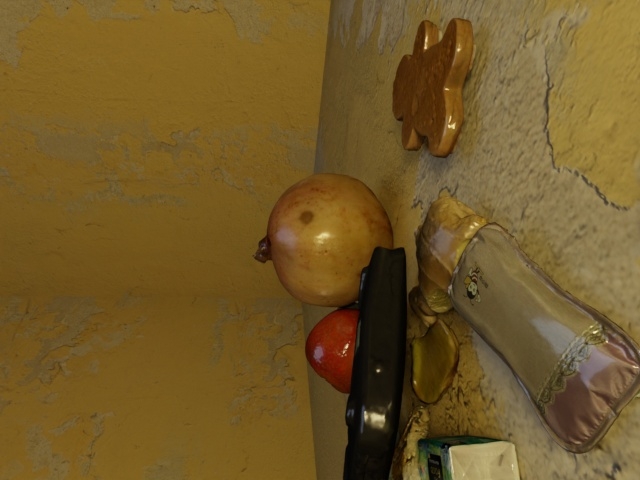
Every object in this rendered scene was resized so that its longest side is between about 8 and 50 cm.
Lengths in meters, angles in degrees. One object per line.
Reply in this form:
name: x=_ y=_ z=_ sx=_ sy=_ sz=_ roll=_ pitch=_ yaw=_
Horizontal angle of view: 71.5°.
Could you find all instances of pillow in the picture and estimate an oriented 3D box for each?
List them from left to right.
pillow: x=0.205 y=0.082 z=0.446 sx=0.233 sy=0.038 sz=0.131 roll=-118 pitch=34 yaw=-50

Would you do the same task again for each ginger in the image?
ginger: x=0.173 y=0.046 z=0.665 sx=0.294 sy=0.086 sz=0.131 roll=96 pitch=150 yaw=-63

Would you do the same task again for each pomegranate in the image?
pomegranate: x=0.000 y=0.000 z=1.051 sx=0.338 sy=0.338 sz=0.338 roll=-179 pitch=90 yaw=-82

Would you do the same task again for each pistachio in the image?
pistachio: x=0.180 y=0.182 z=0.691 sx=0.089 sy=0.049 sz=0.173 roll=50 pitch=142 yaw=43

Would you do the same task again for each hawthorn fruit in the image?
hawthorn fruit: x=0.074 y=0.244 z=1.074 sx=0.225 sy=0.196 sz=0.196 roll=-59 pitch=9 yaw=1

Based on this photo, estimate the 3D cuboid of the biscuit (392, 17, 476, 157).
biscuit: x=0.184 y=-0.259 z=0.759 sx=0.340 sy=0.047 sz=0.216 roll=-108 pitch=23 yaw=-75

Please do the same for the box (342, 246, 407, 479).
box: x=0.097 y=0.230 z=0.768 sx=0.359 sy=0.091 sz=0.350 roll=-77 pitch=-11 yaw=-46

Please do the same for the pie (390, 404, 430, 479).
pie: x=0.140 y=0.399 z=0.695 sx=0.274 sy=0.055 sz=0.274 roll=8 pitch=-90 yaw=-83

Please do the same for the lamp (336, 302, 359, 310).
lamp: x=0.094 y=0.256 z=1.237 sx=0.091 sy=0.091 sz=0.163 roll=-167 pitch=63 yaw=-82

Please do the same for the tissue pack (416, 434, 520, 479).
tissue pack: x=0.179 y=0.285 z=0.547 sx=0.111 sy=0.085 sz=0.079 roll=113 pitch=155 yaw=-68

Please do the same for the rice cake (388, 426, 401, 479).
rice cake: x=0.134 y=0.386 z=0.923 sx=0.042 sy=0.080 sz=0.222 roll=-43 pitch=31 yaw=24
